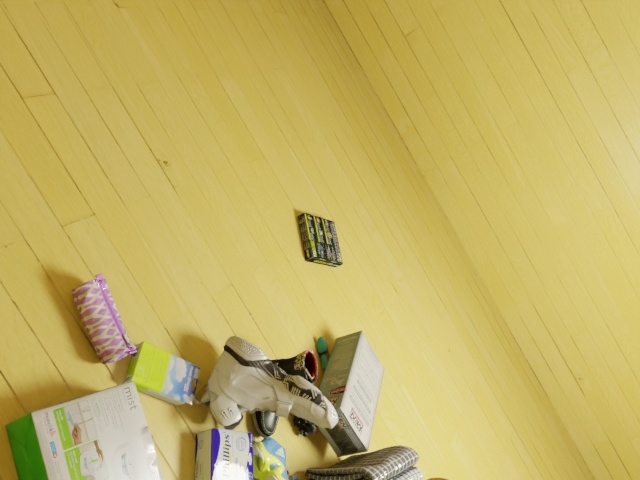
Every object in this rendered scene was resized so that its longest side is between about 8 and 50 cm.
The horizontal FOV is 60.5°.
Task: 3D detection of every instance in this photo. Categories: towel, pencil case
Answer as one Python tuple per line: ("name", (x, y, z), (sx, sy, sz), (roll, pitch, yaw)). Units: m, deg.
("towel", (0.118, 0.683, 1.586), (0.235, 0.284, 0.121), (-2, 73, -50))
("pencil case", (-0.505, 0.189, 1.284), (0.086, 0.088, 0.206), (-23, 86, -58))

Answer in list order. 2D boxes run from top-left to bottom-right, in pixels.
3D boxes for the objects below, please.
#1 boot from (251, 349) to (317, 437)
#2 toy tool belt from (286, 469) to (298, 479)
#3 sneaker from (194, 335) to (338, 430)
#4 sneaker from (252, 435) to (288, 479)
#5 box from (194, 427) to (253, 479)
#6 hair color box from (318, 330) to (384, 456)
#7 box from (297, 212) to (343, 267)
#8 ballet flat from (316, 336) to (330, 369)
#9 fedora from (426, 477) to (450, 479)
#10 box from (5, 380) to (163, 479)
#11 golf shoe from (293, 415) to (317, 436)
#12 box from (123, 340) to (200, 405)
("boot", (-0.100, 0.429, 1.564), (0.085, 0.179, 0.236), (41, 38, -33))
("toy tool belt", (-0.077, 0.681, 1.538), (0.052, 0.051, 0.083), (-1, 68, -53))
("sneaker", (-0.146, 0.428, 1.433), (0.366, 0.137, 0.210), (32, 68, 11))
("sneaker", (-0.110, 0.641, 1.491), (0.240, 0.091, 0.126), (67, 25, -6))
("box", (-0.243, 0.553, 1.391), (0.137, 0.072, 0.126), (25, 48, -41))
("hair color box", (0.098, 0.488, 1.789), (0.185, 0.114, 0.374), (60, 25, -18))
("box", (0.000, 0.000, 2.117), (0.184, 0.045, 0.190), (12, 59, -46))
("ballet flat", (0.012, 0.388, 1.877), (0.041, 0.041, 0.114), (16, 55, -47))
("fedora", (0.455, 0.951, 2.000), (0.194, 0.194, 0.079), (-7, 112, -54))
("box", (-0.468, 0.450, 1.117), (0.231, 0.127, 0.262), (-7, 73, -55))
("golf shoe", (-0.061, 0.493, 1.682), (0.094, 0.077, 0.198), (-16, 87, -66))
("box", (-0.391, 0.337, 1.370), (0.178, 0.042, 0.109), (36, 42, -33))
